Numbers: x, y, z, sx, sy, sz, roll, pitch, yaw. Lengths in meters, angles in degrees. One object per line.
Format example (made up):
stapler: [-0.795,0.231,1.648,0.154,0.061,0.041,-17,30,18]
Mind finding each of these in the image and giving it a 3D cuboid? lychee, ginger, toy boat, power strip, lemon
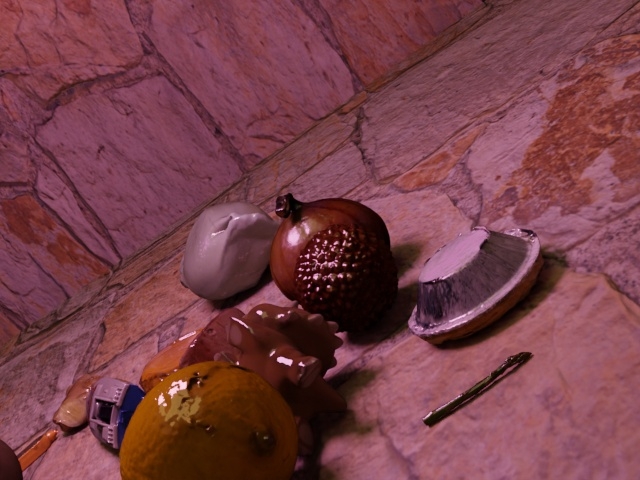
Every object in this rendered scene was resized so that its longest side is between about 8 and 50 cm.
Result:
lychee: [0.049,0.069,1.726,0.188,0.188,0.188,-34,15,10]
ginger: [-0.543,0.358,2.400,0.137,0.074,0.213,-36,9,5]
toy boat: [-0.426,0.338,2.097,0.295,0.088,0.129,-4,76,64]
power strip: [-0.661,0.487,2.356,0.178,0.028,0.049,-41,15,-18]
lemon: [-0.155,0.287,1.411,0.253,0.228,0.228,-41,13,17]

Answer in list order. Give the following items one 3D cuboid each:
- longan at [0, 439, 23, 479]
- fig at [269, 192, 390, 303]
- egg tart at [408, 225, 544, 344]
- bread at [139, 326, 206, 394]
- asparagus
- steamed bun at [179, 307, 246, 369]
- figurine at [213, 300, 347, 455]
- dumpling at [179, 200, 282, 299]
longan: [-0.695,0.496,2.078,0.246,0.215,0.246,-50,-21,-28]
fig: [0.012,0.013,1.928,0.235,0.214,0.235,-24,-17,-8]
egg tart: [0.217,0.054,1.538,0.234,0.094,0.234,-36,15,12]
bread: [-0.236,0.246,1.973,0.199,0.104,0.199,-30,14,8]
asparagus: [0.198,0.185,1.329,0.163,0.016,0.016,-36,-4,6]
steamed bun: [-0.157,0.210,1.822,0.106,0.145,0.175,-50,-6,33]
figurine: [-0.038,0.190,1.585,0.173,0.177,0.247,-4,15,-40]
dumpling: [-0.198,0.007,2.408,0.270,0.211,0.321,-39,25,-20]
